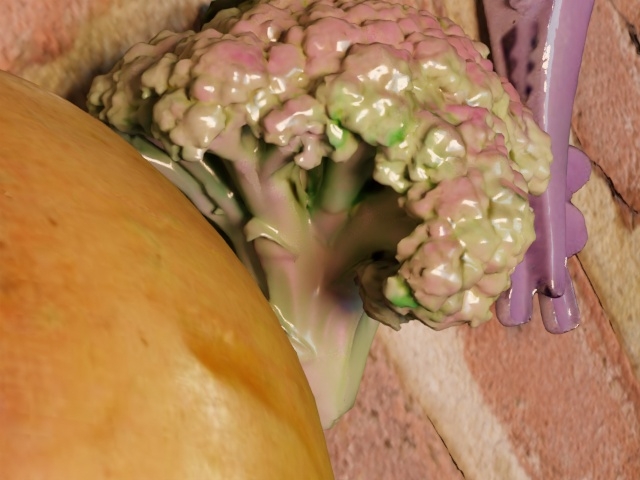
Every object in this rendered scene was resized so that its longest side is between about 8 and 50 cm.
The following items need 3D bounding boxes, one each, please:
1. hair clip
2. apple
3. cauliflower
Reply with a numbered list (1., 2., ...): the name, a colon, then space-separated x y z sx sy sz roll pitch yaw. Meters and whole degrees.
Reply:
1. hair clip: 0.141 -0.081 1.046 0.137 0.090 0.278 12 86 -46
2. apple: -0.156 0.108 0.566 0.305 0.338 0.338 41 59 -60
3. cauliflower: 0.000 0.000 0.833 0.256 0.239 0.315 -21 124 -71
